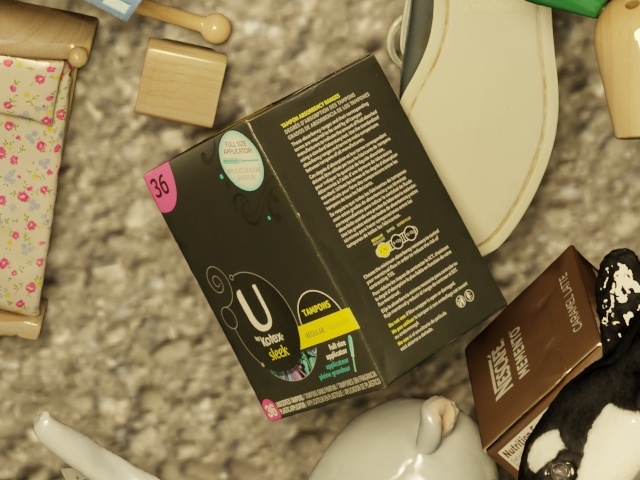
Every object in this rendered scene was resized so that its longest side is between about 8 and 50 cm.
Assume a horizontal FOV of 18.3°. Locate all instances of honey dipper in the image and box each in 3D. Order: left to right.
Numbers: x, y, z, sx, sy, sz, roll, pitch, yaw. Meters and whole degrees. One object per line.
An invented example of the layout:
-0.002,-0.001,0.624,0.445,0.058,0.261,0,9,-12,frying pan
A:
-0.129,-0.140,1.135,0.160,0.030,0.030,16,112,-12,honey dipper

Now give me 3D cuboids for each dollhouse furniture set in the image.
-0.255,0.021,1.121,0.355,0.174,0.303,10,113,-5,dollhouse furniture set

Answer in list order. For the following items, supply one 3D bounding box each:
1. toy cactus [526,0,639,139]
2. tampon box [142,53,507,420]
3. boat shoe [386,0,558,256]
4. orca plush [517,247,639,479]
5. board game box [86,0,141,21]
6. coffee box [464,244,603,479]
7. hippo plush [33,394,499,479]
0.159,-0.142,1.006,0.219,0.112,0.180,-2,90,13,toy cactus
0.000,0.000,1.107,0.120,0.101,0.161,-24,95,54,tampon box
0.085,-0.117,1.121,0.095,0.079,0.254,-1,111,2,boat shoe
0.189,0.029,1.045,0.102,0.151,0.287,42,107,22,orca plush
-0.186,-0.196,1.015,0.201,0.136,0.035,25,112,-34,board game box
0.210,0.136,1.199,0.246,0.141,0.098,41,106,-15,coffee box
0.011,0.207,1.221,0.236,0.234,0.294,-29,69,-8,hippo plush
